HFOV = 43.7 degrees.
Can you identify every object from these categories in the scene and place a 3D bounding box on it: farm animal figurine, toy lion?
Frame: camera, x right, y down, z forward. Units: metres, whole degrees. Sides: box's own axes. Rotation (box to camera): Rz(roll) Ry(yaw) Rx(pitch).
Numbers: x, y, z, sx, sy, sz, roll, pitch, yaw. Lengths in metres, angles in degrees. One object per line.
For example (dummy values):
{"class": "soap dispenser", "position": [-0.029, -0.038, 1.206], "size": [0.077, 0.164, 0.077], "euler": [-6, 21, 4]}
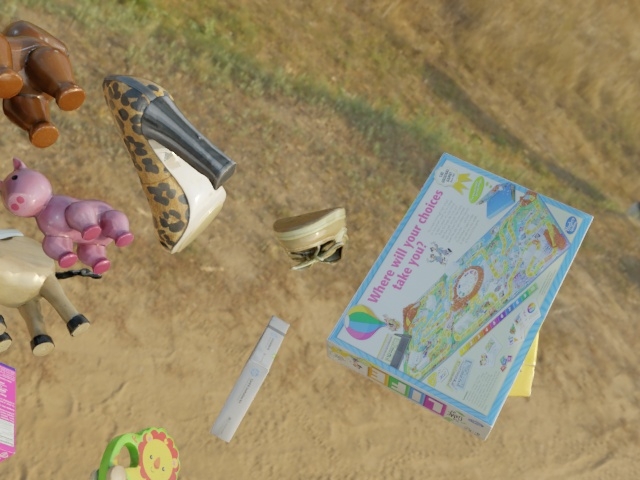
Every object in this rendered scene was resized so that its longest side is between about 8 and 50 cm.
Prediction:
{"class": "farm animal figurine", "position": [-0.310, -0.035, 0.575], "size": [0.326, 0.330, 0.172], "euler": [-21, 59, -34]}
{"class": "toy lion", "position": [-0.190, 0.239, 0.851], "size": [0.100, 0.034, 0.096], "euler": [52, 33, -35]}

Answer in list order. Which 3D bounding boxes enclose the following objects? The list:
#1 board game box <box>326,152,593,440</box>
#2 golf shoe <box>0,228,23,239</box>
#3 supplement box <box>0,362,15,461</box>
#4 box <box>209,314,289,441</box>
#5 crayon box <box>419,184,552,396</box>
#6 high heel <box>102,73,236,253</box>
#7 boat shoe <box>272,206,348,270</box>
{"class": "board game box", "position": [0.086, 0.027, 0.481], "size": [0.103, 0.026, 0.154], "euler": [27, 63, 16]}
{"class": "golf shoe", "position": [-0.609, -0.006, 1.397], "size": [0.186, 0.086, 0.067], "euler": [-8, 24, -42]}
{"class": "supplement box", "position": [-0.747, 0.377, 1.744], "size": [0.114, 0.111, 0.220], "euler": [42, 24, -45]}
{"class": "box", "position": [-0.111, 0.218, 1.293], "size": [0.038, 0.145, 0.186], "euler": [29, 17, 0]}
{"class": "crayon box", "position": [0.244, 0.080, 1.251], "size": [0.202, 0.319, 0.081], "euler": [6, 1, -21]}
{"class": "high heel", "position": [-0.211, -0.091, 1.009], "size": [0.186, 0.261, 0.093], "euler": [42, 56, 2]}
{"class": "boat shoe", "position": [0.000, 0.000, 1.219], "size": [0.285, 0.104, 0.089], "euler": [-15, 95, -77]}
